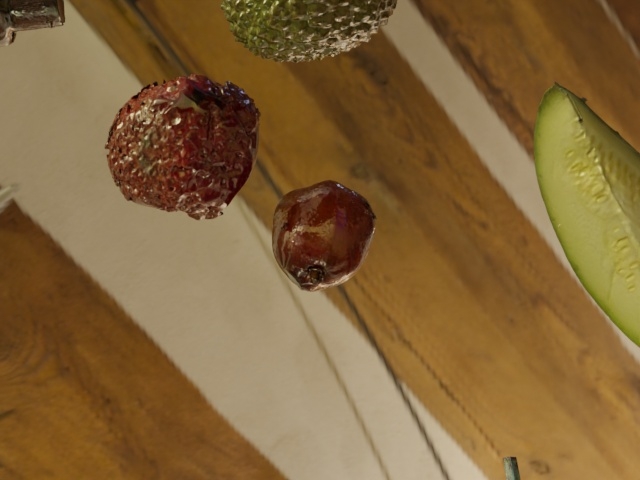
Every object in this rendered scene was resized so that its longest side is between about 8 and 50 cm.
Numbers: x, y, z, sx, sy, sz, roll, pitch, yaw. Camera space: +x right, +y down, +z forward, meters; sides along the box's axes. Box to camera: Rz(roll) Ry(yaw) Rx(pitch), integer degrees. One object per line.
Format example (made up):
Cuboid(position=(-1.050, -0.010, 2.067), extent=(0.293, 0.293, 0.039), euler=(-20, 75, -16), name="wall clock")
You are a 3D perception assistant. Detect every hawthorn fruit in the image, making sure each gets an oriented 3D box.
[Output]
Cuboid(position=(0.000, 0.000, 1.996), extent=(0.185, 0.185, 0.202), euler=(41, -141, -26), name="hawthorn fruit")

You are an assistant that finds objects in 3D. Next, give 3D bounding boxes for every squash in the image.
Cuboid(position=(0.274, -0.014, 1.150), extent=(0.252, 0.093, 0.169), euler=(39, -129, -17), name="squash")

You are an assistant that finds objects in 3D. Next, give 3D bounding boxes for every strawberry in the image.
Cuboid(position=(-0.226, -0.178, 1.925), extent=(0.220, 0.274, 0.274), euler=(80, -160, -52), name="strawberry")

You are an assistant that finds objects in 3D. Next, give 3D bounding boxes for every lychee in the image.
Cuboid(position=(-0.005, -0.396, 1.718), extent=(0.270, 0.270, 0.320), euler=(36, -108, -30), name="lychee")

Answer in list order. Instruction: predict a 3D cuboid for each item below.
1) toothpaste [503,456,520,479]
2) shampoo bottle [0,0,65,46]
Cuboid(position=(0.326, 0.407, 1.947), extent=(0.020, 0.017, 0.083), euler=(15, -120, -47), name="toothpaste")
Cuboid(position=(-0.500, -0.296, 1.504), extent=(0.323, 0.129, 0.084), euler=(-6, -126, -4), name="shampoo bottle")
